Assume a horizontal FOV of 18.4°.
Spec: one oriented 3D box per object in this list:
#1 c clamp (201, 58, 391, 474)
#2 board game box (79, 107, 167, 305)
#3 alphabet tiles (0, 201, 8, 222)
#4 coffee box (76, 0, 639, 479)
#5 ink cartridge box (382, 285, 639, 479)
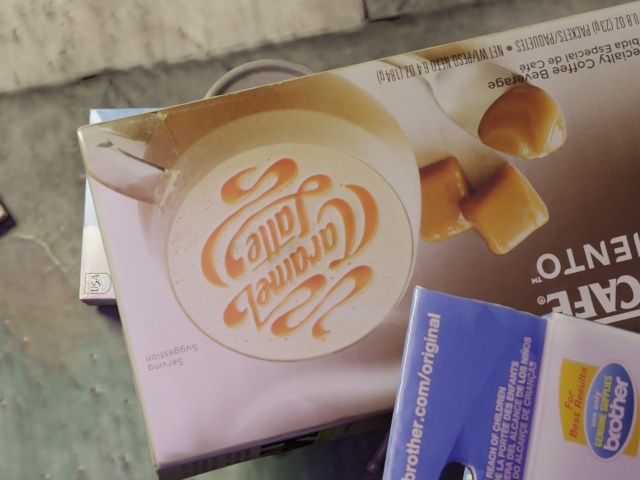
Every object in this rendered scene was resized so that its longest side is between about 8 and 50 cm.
[{"bbox_3d":[0.000,0.000,0.866,0.161,0.022,0.137,36,79,4],"label":"c clamp"},{"bbox_3d":[-0.062,-0.016,0.896,0.090,0.020,0.090,-1,78,10],"label":"board game box"},{"bbox_3d":[-0.269,-0.015,0.941,0.198,0.009,0.237,-36,74,1],"label":"alphabet tiles"},{"bbox_3d":[0.038,0.002,0.804,0.246,0.098,0.141,-13,80,-5],"label":"coffee box"},{"bbox_3d":[0.149,0.140,0.724,0.311,0.065,0.186,15,77,-21],"label":"ink cartridge box"}]
